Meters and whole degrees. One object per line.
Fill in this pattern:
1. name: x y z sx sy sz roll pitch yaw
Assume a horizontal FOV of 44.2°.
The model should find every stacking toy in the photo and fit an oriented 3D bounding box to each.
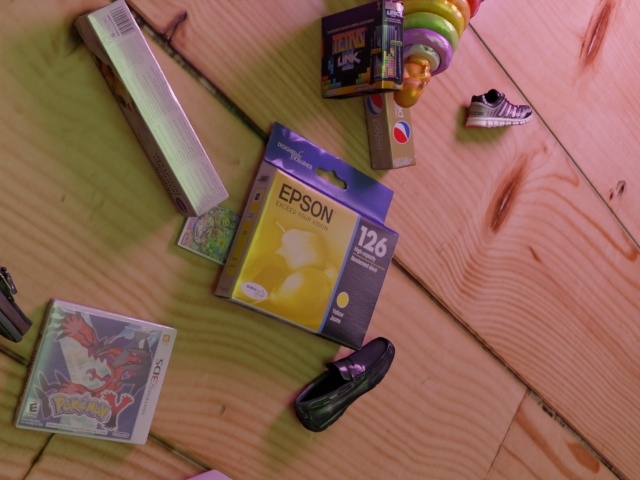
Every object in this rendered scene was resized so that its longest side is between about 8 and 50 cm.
1. stacking toy: 0.176 -0.345 1.336 0.166 0.175 0.301 34 57 -33

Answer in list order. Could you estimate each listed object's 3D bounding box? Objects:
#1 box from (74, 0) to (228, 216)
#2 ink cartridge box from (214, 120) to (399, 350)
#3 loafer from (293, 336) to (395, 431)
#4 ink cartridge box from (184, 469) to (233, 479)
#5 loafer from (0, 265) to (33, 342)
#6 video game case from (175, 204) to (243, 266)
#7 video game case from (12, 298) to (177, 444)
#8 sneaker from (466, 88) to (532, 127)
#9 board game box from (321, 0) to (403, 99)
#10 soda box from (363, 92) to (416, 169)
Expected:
1. box: -0.243 -0.186 1.148 0.067 0.063 0.324 -37 111 -26
2. ink cartridge box: 0.000 0.000 1.339 0.304 0.072 0.307 26 80 -37
3. loafer: 0.045 0.241 1.388 0.223 0.076 0.078 -39 123 -23
4. ink cartridge box: -0.266 0.543 1.129 0.395 0.166 0.285 -12 101 -34
5. loafer: -0.452 0.014 1.004 0.084 0.096 0.267 -50 117 -29
6. video game case: -0.164 -0.011 1.258 0.122 0.011 0.087 27 77 -35
7. video game case: -0.323 0.196 1.151 0.201 0.023 0.183 20 82 -35
8. sneaker: 0.364 -0.269 1.590 0.170 0.063 0.074 -11 106 -30
9. board game box: 0.066 -0.311 1.305 0.048 0.170 0.141 -4 95 -34
10. soda box: 0.122 -0.220 1.419 0.058 0.061 0.181 -13 101 -35
